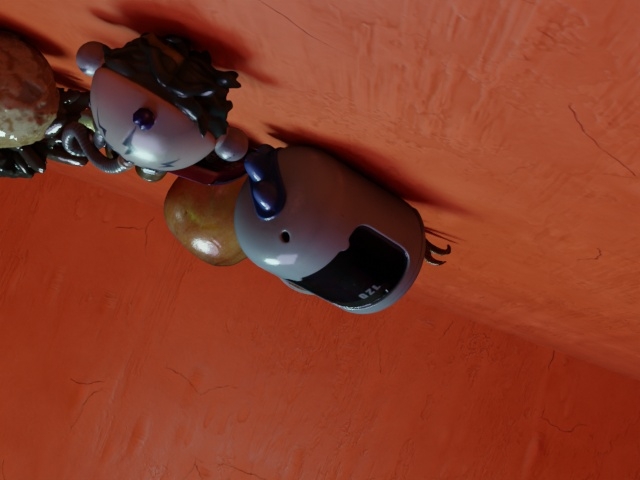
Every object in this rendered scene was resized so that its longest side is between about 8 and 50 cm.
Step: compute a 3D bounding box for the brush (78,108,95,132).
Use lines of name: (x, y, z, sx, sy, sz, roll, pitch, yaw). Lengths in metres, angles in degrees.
brush: (-0.437, -0.245, 1.966, 0.067, 0.072, 0.313, 40, 163, -31)

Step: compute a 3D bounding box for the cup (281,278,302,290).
cup: (0.000, 0.000, 2.030, 0.212, 0.212, 0.317, 20, 172, -2)

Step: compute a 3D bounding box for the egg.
egg: (-0.551, -0.262, 1.595, 0.233, 0.195, 0.195, 41, 170, -9)

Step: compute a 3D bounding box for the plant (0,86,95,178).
plant: (-0.593, -0.219, 1.863, 0.320, 0.194, 0.181, -5, -179, 14)

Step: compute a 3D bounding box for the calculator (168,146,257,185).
calculator: (-0.190, -0.141, 1.773, 0.126, 0.034, 0.190, 18, -153, 30)

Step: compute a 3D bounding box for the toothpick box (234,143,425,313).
toothpick box: (-0.003, -0.036, 1.679, 0.263, 0.263, 0.354, 14, 171, 42)

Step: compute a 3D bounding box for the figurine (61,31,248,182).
figurine: (-0.228, -0.179, 1.346, 0.261, 0.186, 0.382, 16, 170, -13)

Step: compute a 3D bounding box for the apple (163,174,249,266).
apple: (-0.207, -0.072, 2.041, 0.253, 0.254, 0.253, 20, 174, 2)

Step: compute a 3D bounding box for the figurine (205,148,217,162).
figurine: (-0.208, -0.175, 1.731, 0.086, 0.094, 0.082, 49, 151, 33)

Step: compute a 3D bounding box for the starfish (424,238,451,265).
starfish: (0.179, -0.014, 2.052, 0.238, 0.057, 0.213, 30, -177, 21)
